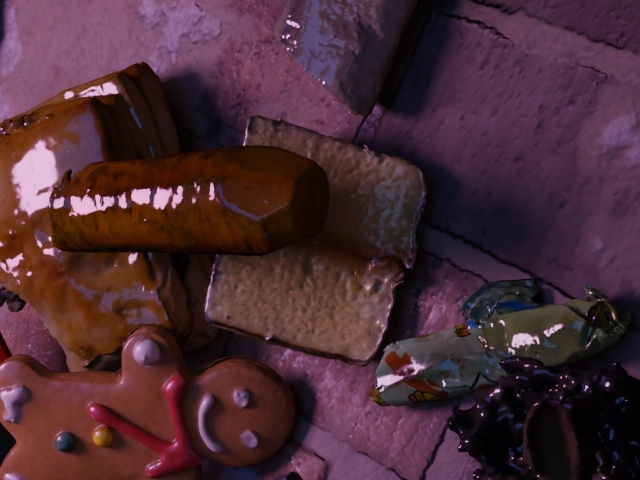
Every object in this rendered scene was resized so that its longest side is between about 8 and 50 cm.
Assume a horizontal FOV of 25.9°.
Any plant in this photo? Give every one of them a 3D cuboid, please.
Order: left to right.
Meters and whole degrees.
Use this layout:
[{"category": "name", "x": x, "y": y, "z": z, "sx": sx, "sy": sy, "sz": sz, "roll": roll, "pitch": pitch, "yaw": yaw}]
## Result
[{"category": "plant", "x": 0.219, "y": 0.199, "z": 1.235, "sx": 0.178, "sy": 0.234, "sz": 0.204, "roll": -15, "pitch": 79, "yaw": 37}]

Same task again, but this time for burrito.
[{"category": "burrito", "x": 0.047, "y": -0.293, "z": 1.510, "sx": 0.143, "sy": 0.105, "sz": 0.299, "roll": 25, "pitch": 94, "yaw": 31}, {"category": "burrito", "x": 0.170, "y": 0.094, "z": 1.391, "sx": 0.288, "sy": 0.054, "sz": 0.104, "roll": -18, "pitch": 70, "yaw": 32}]

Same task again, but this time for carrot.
[{"category": "carrot", "x": -0.140, "y": -0.039, "z": 1.423, "sx": 0.302, "sy": 0.114, "sz": 0.114, "roll": 0, "pitch": 81, "yaw": 27}]

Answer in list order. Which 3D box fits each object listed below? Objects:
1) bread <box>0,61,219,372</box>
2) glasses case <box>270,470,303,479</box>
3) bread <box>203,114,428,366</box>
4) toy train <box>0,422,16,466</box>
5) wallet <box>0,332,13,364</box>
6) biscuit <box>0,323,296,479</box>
[{"category": "bread", "x": -0.296, "y": -0.016, "z": 1.641, "sx": 0.314, "sy": 0.191, "sz": 0.370, "roll": -19, "pitch": 73, "yaw": 29}, {"category": "glasses case", "x": -0.090, "y": 0.313, "z": 1.522, "sx": 0.191, "sy": 0.042, "sz": 0.072, "roll": -26, "pitch": 98, "yaw": 28}, {"category": "bread", "x": 0.000, "y": 0.000, "z": 1.466, "sx": 0.178, "sy": 0.135, "sz": 0.240, "roll": 12, "pitch": 87, "yaw": 37}, {"category": "toy train", "x": -0.391, "y": 0.250, "z": 1.673, "sx": 0.112, "sy": 0.163, "sz": 0.203, "roll": -44, "pitch": 60, "yaw": 22}, {"category": "wallet", "x": -0.436, "y": 0.133, "z": 1.608, "sx": 0.142, "sy": 0.045, "sz": 0.204, "roll": -29, "pitch": 65, "yaw": -9}, {"category": "biscuit", "x": -0.197, "y": 0.202, "z": 1.524, "sx": 0.340, "sy": 0.047, "sz": 0.216, "roll": -3, "pitch": 103, "yaw": 4}]
